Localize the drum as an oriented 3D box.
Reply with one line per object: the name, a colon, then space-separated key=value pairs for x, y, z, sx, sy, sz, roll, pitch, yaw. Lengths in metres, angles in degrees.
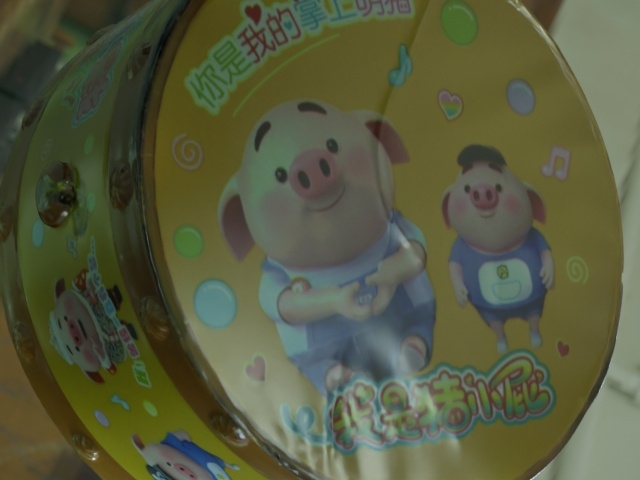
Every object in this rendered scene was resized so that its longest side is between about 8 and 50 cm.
drum: x=0.000 y=0.000 z=1.355 sx=0.214 sy=0.431 sz=0.431 roll=-20 pitch=-142 yaw=52
